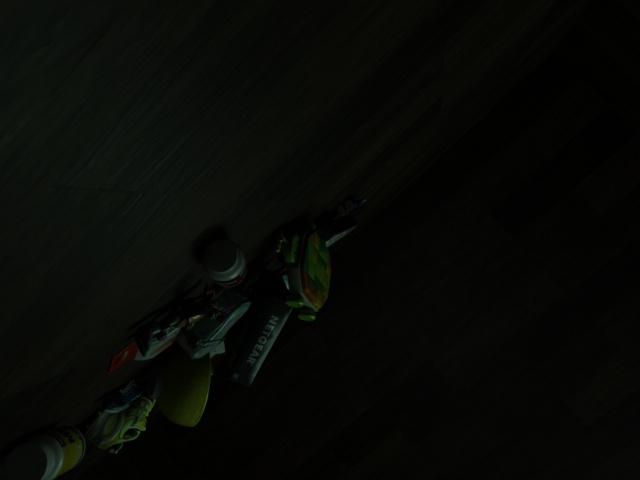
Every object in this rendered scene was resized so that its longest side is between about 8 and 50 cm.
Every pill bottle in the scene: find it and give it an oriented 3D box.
[{"bbox_3d":[-0.198,0.046,1.054,0.086,0.086,0.152,-41,173,-11],"label":"pill bottle"},{"bbox_3d":[-0.682,0.536,1.272,0.119,0.119,0.208,-41,174,-11],"label":"pill bottle"}]

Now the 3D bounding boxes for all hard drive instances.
[{"bbox_3d":[0.000,0.000,1.933,0.237,0.064,0.339,-35,176,19],"label":"hard drive"}]

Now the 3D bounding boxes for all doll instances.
[{"bbox_3d":[0.120,-0.132,1.971,0.129,0.046,0.189,-31,179,16],"label":"doll"}]

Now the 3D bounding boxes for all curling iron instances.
[{"bbox_3d":[-0.175,0.114,1.809,0.035,0.068,0.274,17,137,-38],"label":"curling iron"}]

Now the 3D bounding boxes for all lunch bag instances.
[{"bbox_3d":[-0.307,0.228,1.524,0.224,0.108,0.279,-48,176,0],"label":"lunch bag"}]

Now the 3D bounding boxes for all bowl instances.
[{"bbox_3d":[-0.498,0.485,1.749,0.156,0.289,0.289,13,140,-28],"label":"bowl"}]

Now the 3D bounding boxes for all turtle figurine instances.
[{"bbox_3d":[-0.316,0.195,1.220,0.234,0.118,0.175,-20,148,-31],"label":"turtle figurine"}]

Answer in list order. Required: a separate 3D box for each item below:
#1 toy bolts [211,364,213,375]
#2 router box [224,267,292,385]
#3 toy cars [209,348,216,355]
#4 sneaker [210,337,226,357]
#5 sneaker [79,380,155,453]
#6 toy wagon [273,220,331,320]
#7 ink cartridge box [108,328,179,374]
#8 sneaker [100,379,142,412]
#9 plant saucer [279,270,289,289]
[{"bbox_3d":[-0.598,0.565,2.185,0.228,0.158,0.218,-53,-147,8],"label":"toy bolts"},{"bbox_3d":[-0.209,0.276,1.674,0.308,0.081,0.243,-61,-160,9],"label":"router box"},{"bbox_3d":[-0.381,0.358,1.919,0.393,0.087,0.176,-47,-173,42],"label":"toy cars"},{"bbox_3d":[-0.488,0.494,2.446,0.212,0.080,0.094,-30,155,-57],"label":"sneaker"},{"bbox_3d":[-0.677,0.628,1.821,0.145,0.147,0.385,-46,174,19],"label":"sneaker"},{"bbox_3d":[-0.048,0.076,1.538,0.344,0.068,0.267,59,35,-58],"label":"toy wagon"},{"bbox_3d":[-0.448,0.279,1.310,0.179,0.045,0.145,-40,174,-39],"label":"ink cartridge box"},{"bbox_3d":[-0.636,0.505,1.601,0.083,0.071,0.191,-37,174,6],"label":"sneaker"},{"bbox_3d":[-0.127,0.171,2.304,0.195,0.037,0.195,-8,154,-4],"label":"plant saucer"}]
